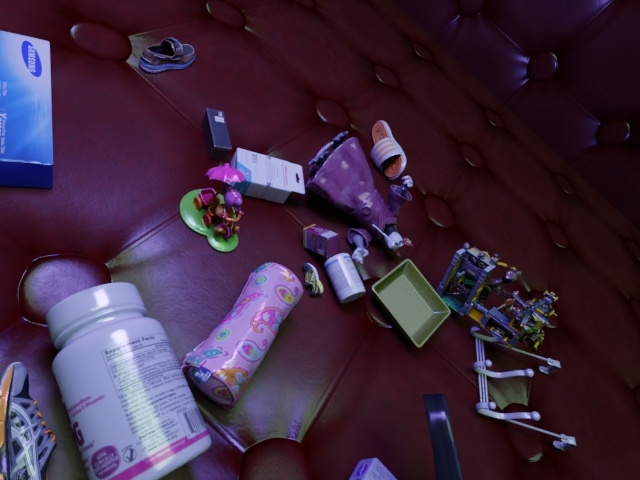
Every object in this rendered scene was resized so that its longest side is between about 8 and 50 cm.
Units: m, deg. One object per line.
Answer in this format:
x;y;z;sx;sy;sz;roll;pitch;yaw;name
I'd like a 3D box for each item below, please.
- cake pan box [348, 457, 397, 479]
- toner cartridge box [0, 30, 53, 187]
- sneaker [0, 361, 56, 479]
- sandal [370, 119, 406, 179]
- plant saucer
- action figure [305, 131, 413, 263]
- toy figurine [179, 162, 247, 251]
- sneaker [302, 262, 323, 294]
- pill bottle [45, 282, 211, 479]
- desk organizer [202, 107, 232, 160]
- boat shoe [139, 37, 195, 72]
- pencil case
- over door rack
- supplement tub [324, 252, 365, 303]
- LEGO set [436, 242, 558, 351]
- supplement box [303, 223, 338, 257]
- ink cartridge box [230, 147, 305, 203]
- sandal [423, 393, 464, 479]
0.112;0.570;0.700;0.267;0.070;0.246;48;48;4;cake pan box
-0.621;-0.266;0.797;0.165;0.075;0.347;-1;60;-35;toner cartridge box
-0.411;0.275;0.561;0.083;0.084;0.214;8;58;-45;sneaker
0.200;-0.306;1.360;0.076;0.102;0.265;8;47;-28;sandal
0.231;0.165;1.078;0.188;0.045;0.188;-29;79;-43;plant saucer
0.107;-0.093;1.128;0.248;0.276;0.370;-41;104;-6;action figure
-0.211;-0.084;0.882;0.130;0.159;0.173;-17;71;-40;toy figurine
-0.023;0.092;0.970;0.035;0.031;0.083;-15;69;-39;sneaker
-0.293;0.217;0.614;0.160;0.160;0.283;-16;69;-40;pill bottle
-0.268;-0.271;1.051;0.047;0.050;0.130;1;59;-33;desk organizer
-0.406;-0.510;1.116;0.066;0.066;0.183;42;46;-2;boat shoe
-0.141;0.169;0.779;0.124;0.124;0.284;38;47;-5;pencil case
0.555;0.382;1.097;0.324;0.108;0.239;27;49;-16;over door rack
0.058;0.091;0.998;0.071;0.071;0.107;-6;64;-36;supplement tub
0.494;0.118;1.115;0.255;0.192;0.331;-13;42;-34;LEGO set
0.000;0.000;1.008;0.083;0.054;0.043;24;35;36;supplement box
-0.136;-0.160;1.052;0.180;0.060;0.104;11;53;-27;ink cartridge box
0.204;0.495;0.682;0.167;0.107;0.445;55;27;-62;sandal
